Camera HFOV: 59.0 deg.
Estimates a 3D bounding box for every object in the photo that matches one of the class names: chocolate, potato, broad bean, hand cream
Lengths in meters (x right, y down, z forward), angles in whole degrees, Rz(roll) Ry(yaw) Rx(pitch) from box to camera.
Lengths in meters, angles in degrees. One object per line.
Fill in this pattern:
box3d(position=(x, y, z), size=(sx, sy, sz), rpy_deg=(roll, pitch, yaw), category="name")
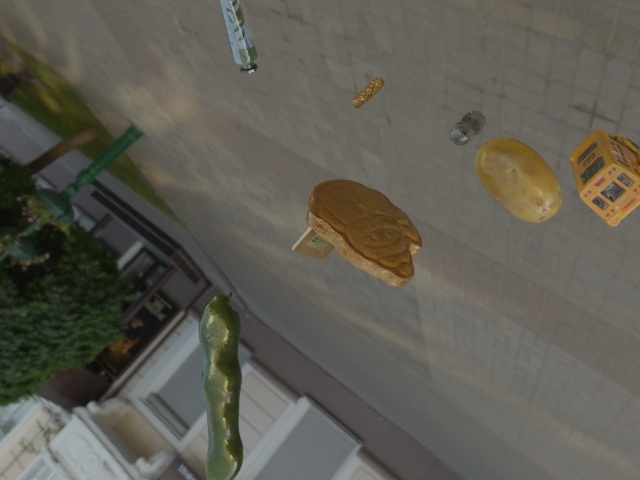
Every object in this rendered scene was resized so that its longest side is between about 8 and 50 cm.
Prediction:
box3d(position=(0.432, -0.330, 1.654), size=(0.072, 0.167, 0.072), rpy_deg=(23, 133, 28), category="chocolate")
box3d(position=(0.463, -0.144, 1.332), size=(0.234, 0.146, 0.150), rpy_deg=(45, 121, 11), category="potato")
box3d(position=(-0.123, 0.194, 0.708), size=(0.052, 0.257, 0.052), rpy_deg=(0, 179, -32), category="broad bean")
box3d(position=(-0.187, -0.478, 1.198), size=(0.055, 0.088, 0.256), rpy_deg=(-5, 131, 13), category="hand cream")

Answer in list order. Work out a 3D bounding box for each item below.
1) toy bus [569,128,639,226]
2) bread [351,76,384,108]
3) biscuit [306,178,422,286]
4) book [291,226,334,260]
box3d(position=(0.349, -0.084, 0.687), size=(0.074, 0.162, 0.070), rpy_deg=(36, 123, -1), category="toy bus")
box3d(position=(0.183, -0.573, 2.200), size=(0.044, 0.157, 0.052), rpy_deg=(52, -168, 11), category="bread")
box3d(position=(0.131, -0.038, 1.504), size=(0.351, 0.312, 0.057), rpy_deg=(44, 129, 11), category="biscuit")
box3d(position=(0.000, 0.000, 1.645), size=(0.012, 0.118, 0.172), rpy_deg=(47, -167, 30), category="book")
